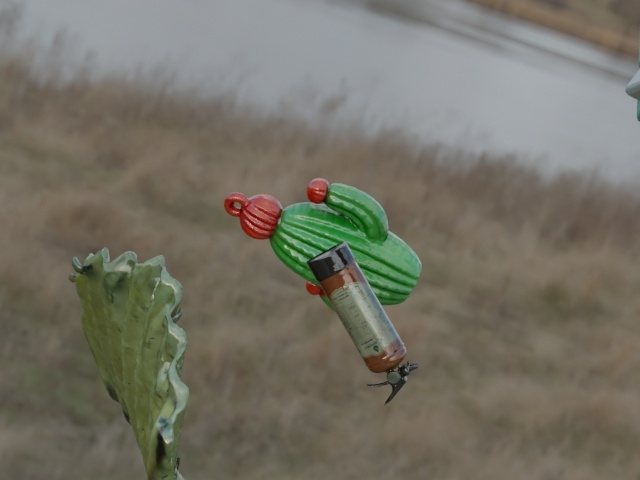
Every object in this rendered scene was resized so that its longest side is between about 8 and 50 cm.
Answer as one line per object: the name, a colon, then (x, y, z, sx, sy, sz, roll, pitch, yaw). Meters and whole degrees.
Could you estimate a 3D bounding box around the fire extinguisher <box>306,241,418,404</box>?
fire extinguisher: (0.046, 0.089, 2.004, 0.177, 0.062, 0.050, 61, 18, -6)

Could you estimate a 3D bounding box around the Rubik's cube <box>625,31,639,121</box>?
Rubik's cube: (0.398, -0.173, 1.721, 0.265, 0.224, 0.213, 42, -1, 41)

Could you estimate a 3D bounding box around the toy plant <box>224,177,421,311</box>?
toy plant: (0.013, -0.003, 2.271, 0.240, 0.154, 0.088, 46, 32, -22)

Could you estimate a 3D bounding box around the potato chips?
potato chips: (-0.202, 0.186, 2.209, 0.097, 0.389, 0.373, -15, 56, -14)
